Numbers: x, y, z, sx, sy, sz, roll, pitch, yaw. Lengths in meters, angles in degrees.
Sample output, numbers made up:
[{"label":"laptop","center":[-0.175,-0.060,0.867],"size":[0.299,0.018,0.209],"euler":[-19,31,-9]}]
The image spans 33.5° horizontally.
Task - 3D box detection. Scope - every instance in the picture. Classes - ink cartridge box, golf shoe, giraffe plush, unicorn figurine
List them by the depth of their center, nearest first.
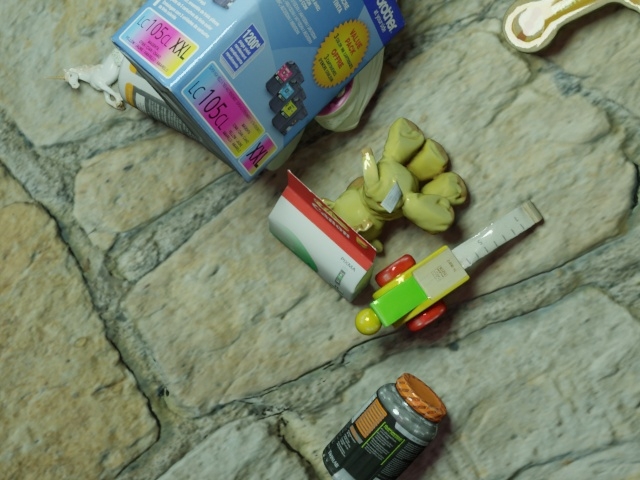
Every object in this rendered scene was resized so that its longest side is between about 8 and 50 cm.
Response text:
[{"label":"ink cartridge box","center":[-0.051,-0.309,1.445],"size":[0.395,0.270,0.151],"euler":[-48,60,-5]},{"label":"ink cartridge box","center":[0.000,0.000,1.615],"size":[0.181,0.224,0.056],"euler":[42,81,9]},{"label":"giraffe plush","center":[0.094,-0.060,1.627],"size":[0.170,0.210,0.181],"euler":[-35,88,44]},{"label":"golf shoe","center":[0.053,-0.308,1.643],"size":[0.115,0.140,0.306],"euler":[17,76,26]},{"label":"unicorn figurine","center":[-0.357,-0.276,1.781],"size":[0.162,0.060,0.111],"euler":[-40,83,-2]}]

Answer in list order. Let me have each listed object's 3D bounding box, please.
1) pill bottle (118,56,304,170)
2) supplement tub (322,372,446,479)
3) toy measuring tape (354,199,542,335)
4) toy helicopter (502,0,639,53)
[{"label":"pill bottle","center":[-0.164,-0.230,1.673],"size":[0.278,0.162,0.162],"euler":[29,101,11]},{"label":"supplement tub","center":[0.102,0.305,1.662],"size":[0.117,0.117,0.190],"euler":[43,103,8]},{"label":"toy measuring tape","center":[0.191,0.047,1.646],"size":[0.330,0.121,0.121],"euler":[-34,85,-8]},{"label":"toy helicopter","center":[0.417,-0.390,1.520],"size":[0.355,0.140,0.235],"euler":[-27,85,18]}]
